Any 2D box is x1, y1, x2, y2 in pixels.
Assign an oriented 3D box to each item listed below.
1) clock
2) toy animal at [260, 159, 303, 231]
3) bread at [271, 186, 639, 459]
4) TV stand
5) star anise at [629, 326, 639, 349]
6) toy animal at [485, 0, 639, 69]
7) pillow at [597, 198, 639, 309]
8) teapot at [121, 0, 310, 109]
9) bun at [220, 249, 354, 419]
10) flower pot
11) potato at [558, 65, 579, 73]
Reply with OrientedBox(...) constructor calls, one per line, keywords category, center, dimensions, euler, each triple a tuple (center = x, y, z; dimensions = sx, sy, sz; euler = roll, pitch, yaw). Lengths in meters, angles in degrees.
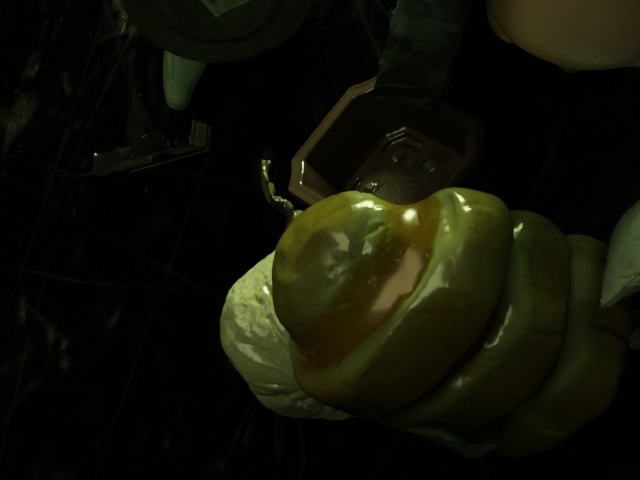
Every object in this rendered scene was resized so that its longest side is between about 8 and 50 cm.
OrientedBox(category="clock", center=(0.142, -0.318, 1.795), dimensions=(0.386, 0.076, 0.386), euler=(18, -90, -88))
OrientedBox(category="toy animal", center=(0.000, 0.000, 2.032), dimensions=(0.214, 0.093, 0.186), euler=(15, 94, 45))
OrientedBox(category="bread", center=(0.112, 0.086, 1.654), dimensions=(0.300, 0.341, 0.210), euler=(-15, 59, 42))
OrientedBox(category="TV stand", center=(-0.234, -0.123, 2.388), dimensions=(0.249, 0.042, 0.036), euler=(-12, 71, 49))
OrientedBox(category="star anise", center=(0.395, 0.061, 1.489), dimensions=(0.331, 0.117, 0.332), euler=(-35, 48, 51))
OrientedBox(category="toy animal", center=(0.313, -0.336, 1.675), dimensions=(0.345, 0.277, 0.247), euler=(100, 176, -49))
OrientedBox(category="pillow", center=(0.319, -0.031, 1.536), dimensions=(0.229, 0.051, 0.128), euler=(-49, 10, 51))
OrientedBox(category="teapot", center=(-0.122, -0.354, 2.243), dimensions=(0.239, 0.322, 0.239), euler=(-8, 46, 8))
OrientedBox(category="bun", center=(0.007, 0.107, 1.872), dimensions=(0.220, 0.220, 0.134), euler=(-56, 24, 21))
OrientedBox(category="flower pot", center=(0.088, -0.070, 1.917), dimensions=(0.179, 0.084, 0.251), euler=(-52, 38, -4))
OrientedBox(category="potato", center=(0.245, -0.216, 1.836), dimensions=(0.037, 0.036, 0.093), euler=(-32, 55, 36))
